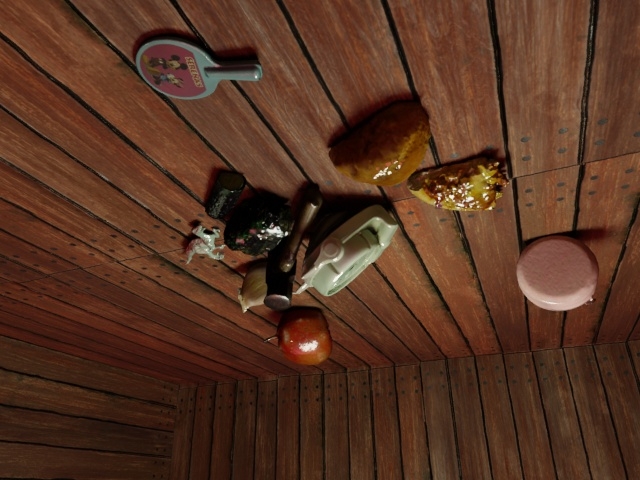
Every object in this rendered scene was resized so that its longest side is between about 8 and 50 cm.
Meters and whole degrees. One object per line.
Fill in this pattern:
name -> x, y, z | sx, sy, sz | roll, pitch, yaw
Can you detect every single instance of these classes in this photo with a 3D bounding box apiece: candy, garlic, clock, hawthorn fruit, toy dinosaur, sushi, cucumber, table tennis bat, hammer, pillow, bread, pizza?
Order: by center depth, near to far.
table tennis bat -> -0.233, -0.330, 0.986 | 0.244, 0.040, 0.153 | 2, 153, 4
bread -> 0.140, -0.193, 1.158 | 0.129, 0.134, 0.260 | 22, 146, -39
pizza -> 0.385, -0.138, 1.334 | 0.289, 0.081, 0.229 | 13, 150, -22
cucumber -> -0.265, -0.107, 1.396 | 0.078, 0.062, 0.211 | 9, 152, -20
sushi -> -0.187, -0.037, 1.469 | 0.127, 0.124, 0.225 | 19, 148, -36
clock -> 0.067, 0.052, 1.493 | 0.324, 0.108, 0.265 | -36, 166, -22
hammer -> -0.072, 0.005, 1.504 | 0.095, 0.242, 0.409 | 14, 136, -15
pillow -> 0.000, 0.000, 1.562 | 0.059, 0.169, 0.255 | 37, 152, 8
candy -> 0.767, 0.108, 1.646 | 0.255, 0.255, 0.094 | -12, 151, 21
toy dinosaur -> -0.402, 0.022, 1.663 | 0.242, 0.053, 0.167 | -21, 146, 36
garlic -> -0.173, 0.141, 1.805 | 0.266, 0.148, 0.128 | -22, 177, 36
hawthorn fruit -> -0.103, 0.435, 2.271 | 0.300, 0.254, 0.254 | -10, 154, -6
